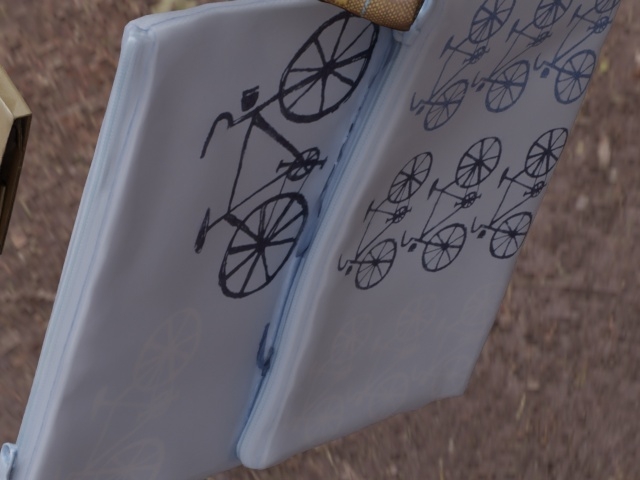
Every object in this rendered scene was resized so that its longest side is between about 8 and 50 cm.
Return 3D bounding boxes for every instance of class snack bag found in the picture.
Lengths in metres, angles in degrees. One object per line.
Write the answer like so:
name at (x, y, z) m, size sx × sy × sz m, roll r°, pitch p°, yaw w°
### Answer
snack bag at (0.000, 0.000, 0.987) m, size 0.342 × 0.323 × 0.037 m, roll -14°, pitch 46°, yaw -42°

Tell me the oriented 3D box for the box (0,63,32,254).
box at (-0.257, -0.107, 1.310) m, size 0.021 × 0.164 × 0.201 m, roll -21°, pitch 64°, yaw -29°

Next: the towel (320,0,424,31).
towel at (-0.016, -0.293, 0.702) m, size 0.271 × 0.040 × 0.370 m, roll 23°, pitch 95°, yaw 1°
